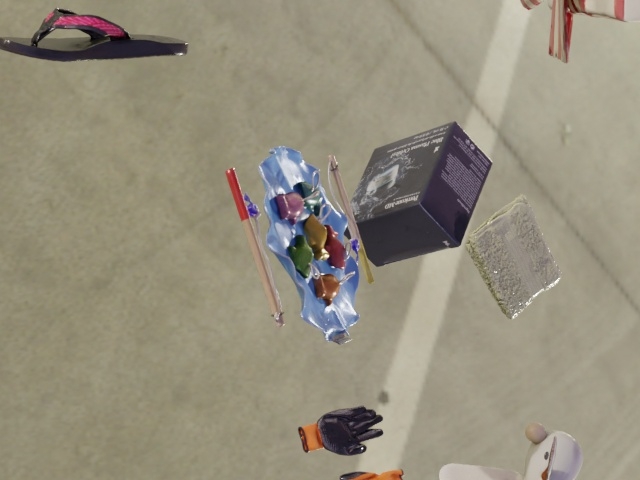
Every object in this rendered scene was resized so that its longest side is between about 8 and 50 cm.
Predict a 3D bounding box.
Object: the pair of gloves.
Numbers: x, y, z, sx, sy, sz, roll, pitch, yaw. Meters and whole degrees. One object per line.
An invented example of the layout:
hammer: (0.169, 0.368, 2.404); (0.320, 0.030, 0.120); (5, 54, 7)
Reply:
pair of gloves: (0.025, 0.168, 0.908); (0.074, 0.010, 0.083); (-13, 76, -32)

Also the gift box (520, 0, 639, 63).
gift box: (0.237, -0.232, 0.682); (0.276, 0.258, 0.255); (-85, 174, -83)

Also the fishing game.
fishing game: (0.000, 0.000, 1.081); (0.264, 0.041, 0.189); (-7, 79, -69)

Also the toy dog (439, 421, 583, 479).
toy dog: (0.207, 0.319, 1.470); (0.161, 0.220, 0.334); (58, 21, -10)

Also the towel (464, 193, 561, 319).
towel: (0.258, 0.024, 1.595); (0.110, 0.027, 0.148); (-37, 118, -16)

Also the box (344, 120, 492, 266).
box: (0.130, -0.062, 1.634); (0.093, 0.156, 0.158); (44, 52, -26)

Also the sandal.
sandal: (-0.196, -0.179, 1.035); (0.179, 0.067, 0.040); (-9, 114, -37)
